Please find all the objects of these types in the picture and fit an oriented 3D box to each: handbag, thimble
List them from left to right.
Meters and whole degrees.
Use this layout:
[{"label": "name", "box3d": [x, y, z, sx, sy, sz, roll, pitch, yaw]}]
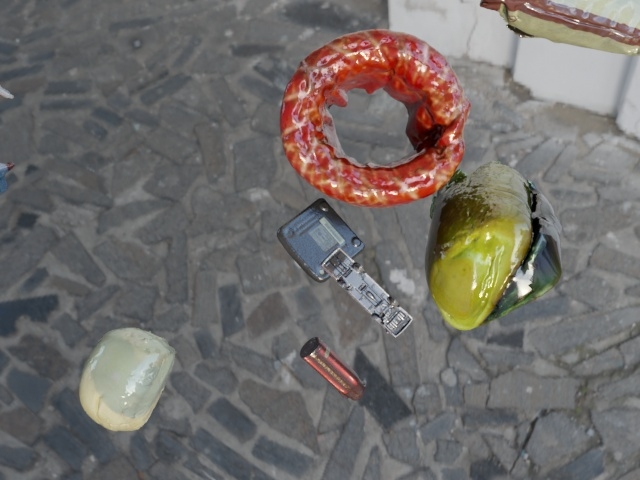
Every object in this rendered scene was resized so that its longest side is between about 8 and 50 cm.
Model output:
[{"label": "thimble", "box3d": [0.099, -0.224, 1.465, 0.351, 0.230, 0.349, 0, 91, -1]}, {"label": "handbag", "box3d": [0.291, -0.299, 0.919, 0.235, 0.127, 0.213, 18, 38, -11]}]

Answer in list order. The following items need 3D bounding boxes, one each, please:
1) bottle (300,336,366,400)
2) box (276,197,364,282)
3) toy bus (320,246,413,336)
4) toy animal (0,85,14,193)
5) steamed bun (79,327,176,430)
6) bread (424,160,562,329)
[{"label": "bottle", "box3d": [0.029, 0.274, 1.642, 0.060, 0.164, 0.060, -38, 23, 19]}, {"label": "box", "box3d": [0.000, 0.000, 1.387, 0.125, 0.027, 0.126, -39, 85, -30]}, {"label": "toy bus", "box3d": [0.055, 0.064, 0.974, 0.131, 0.052, 0.037, 44, 83, -3]}, {"label": "toy animal", "box3d": [-0.495, -0.150, 1.055, 0.239, 0.255, 0.176, 38, 94, 35]}, {"label": "steamed bun", "box3d": [-0.222, 0.155, 0.881, 0.091, 0.130, 0.112, 24, 68, -3]}, {"label": "bread", "box3d": [0.310, -0.002, 1.462, 0.251, 0.208, 0.376, -36, 14, 24]}]
